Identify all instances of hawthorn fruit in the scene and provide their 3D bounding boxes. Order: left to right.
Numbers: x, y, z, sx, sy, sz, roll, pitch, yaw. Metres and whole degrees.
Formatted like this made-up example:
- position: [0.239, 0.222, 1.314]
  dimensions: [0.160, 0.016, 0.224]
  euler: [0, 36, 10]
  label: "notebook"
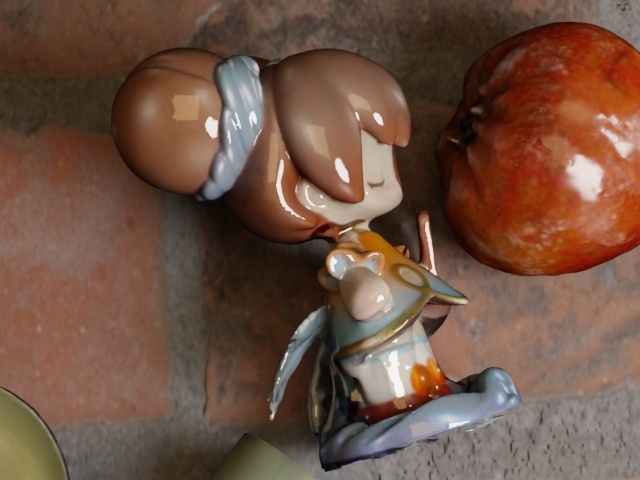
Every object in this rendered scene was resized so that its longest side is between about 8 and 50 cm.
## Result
- position: [0.247, -0.070, 1.579]
  dimensions: [0.271, 0.242, 0.242]
  euler: [15, 73, -16]
  label: "hawthorn fruit"

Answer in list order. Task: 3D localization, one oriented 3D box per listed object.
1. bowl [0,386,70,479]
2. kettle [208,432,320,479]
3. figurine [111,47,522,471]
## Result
- position: [-0.329, 0.241, 1.495]
  dimensions: [0.237, 0.126, 0.238]
  euler: [1, 74, -3]
  label: "bowl"
- position: [-0.057, 0.331, 1.480]
  dimensions: [0.240, 0.165, 0.255]
  euler: [43, 75, -21]
  label: "kettle"
- position: [0.001, 0.000, 1.519]
  dimensions: [0.248, 0.276, 0.388]
  euler: [-19, 88, 15]
  label: "figurine"
